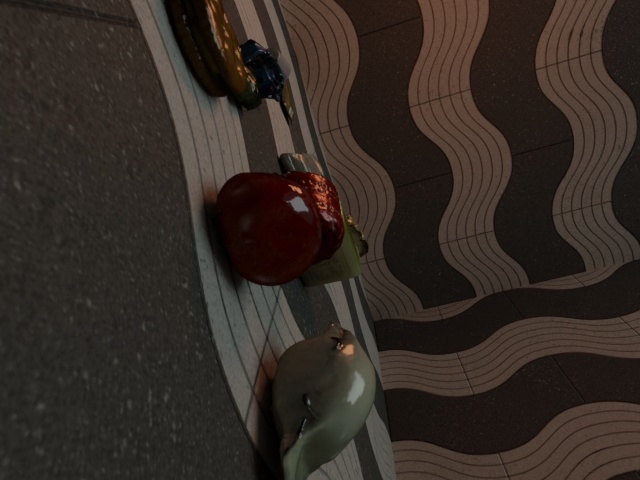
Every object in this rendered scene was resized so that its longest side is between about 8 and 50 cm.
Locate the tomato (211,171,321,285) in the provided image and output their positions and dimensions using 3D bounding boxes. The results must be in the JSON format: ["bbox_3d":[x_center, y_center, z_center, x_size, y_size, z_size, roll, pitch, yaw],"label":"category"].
[{"bbox_3d":[-0.077,-0.029,0.679,0.187,0.151,0.187,-20,90,-82],"label":"tomato"}]

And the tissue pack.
[{"bbox_3d":[0.000,0.000,1.116,0.234,0.159,0.125,66,12,-50],"label":"tissue pack"}]

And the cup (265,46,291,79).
[{"bbox_3d":[-0.159,-0.611,1.521,0.104,0.074,0.116,52,7,14],"label":"cup"}]

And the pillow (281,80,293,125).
[{"bbox_3d":[-0.129,-0.541,1.685,0.130,0.033,0.217,68,10,-59],"label":"pillow"}]

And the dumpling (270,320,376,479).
[{"bbox_3d":[-0.008,0.269,0.702,0.175,0.243,0.226,32,-47,39],"label":"dumpling"}]

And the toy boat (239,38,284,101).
[{"bbox_3d":[-0.138,-0.403,1.104,0.223,0.100,0.097,30,36,-76],"label":"toy boat"}]

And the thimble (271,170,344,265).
[{"bbox_3d":[-0.039,-0.036,0.878,0.189,0.163,0.125,90,-8,-58],"label":"thimble"}]

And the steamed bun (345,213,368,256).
[{"bbox_3d":[0.060,-0.007,1.573,0.192,0.178,0.106,57,5,-21],"label":"steamed bun"}]

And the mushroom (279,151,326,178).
[{"bbox_3d":[-0.032,-0.115,1.369,0.159,0.122,0.328,-27,104,-45],"label":"mushroom"}]

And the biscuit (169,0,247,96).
[{"bbox_3d":[-0.191,-0.362,0.780,0.220,0.066,0.220,-15,90,-83],"label":"biscuit"}]

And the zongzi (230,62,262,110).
[{"bbox_3d":[-0.173,-0.352,0.970,0.130,0.062,0.154,62,3,-5],"label":"zongzi"}]
